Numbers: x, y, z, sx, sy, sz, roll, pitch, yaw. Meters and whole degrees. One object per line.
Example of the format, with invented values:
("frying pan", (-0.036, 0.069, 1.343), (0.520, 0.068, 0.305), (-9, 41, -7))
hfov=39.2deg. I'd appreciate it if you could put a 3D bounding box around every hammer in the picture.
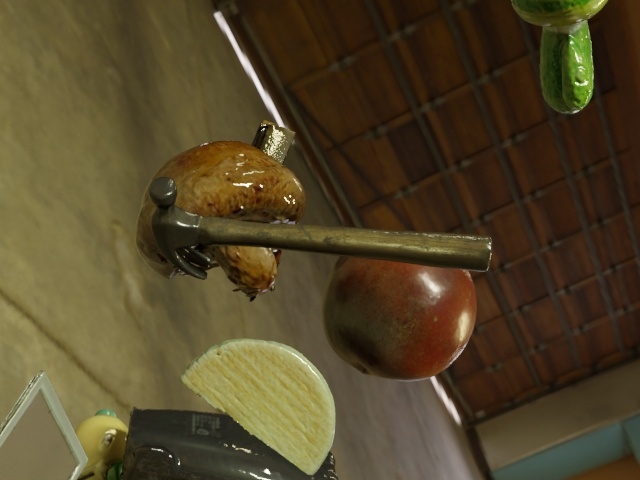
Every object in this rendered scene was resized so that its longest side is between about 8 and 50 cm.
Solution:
("hammer", (0.000, 0.000, 1.167), (0.168, 0.440, 0.044), (89, 7, -50))

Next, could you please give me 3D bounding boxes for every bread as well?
("bread", (-0.054, 0.171, 1.038), (0.193, 0.112, 0.036), (36, 11, -2))

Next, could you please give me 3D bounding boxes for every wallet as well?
("wallet", (-0.119, -0.138, 1.806), (0.031, 0.198, 0.110), (28, 8, 28))

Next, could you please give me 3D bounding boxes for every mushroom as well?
("mushroom", (-0.149, -0.030, 1.355), (0.283, 0.263, 0.195), (71, -5, -48))

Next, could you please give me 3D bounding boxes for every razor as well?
("razor", (-0.133, 0.333, 1.345), (0.189, 0.327, 0.107), (-117, -136, -74))

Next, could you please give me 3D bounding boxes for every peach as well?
("peach", (0.121, 0.110, 1.470), (0.252, 0.252, 0.252), (62, 9, -17))

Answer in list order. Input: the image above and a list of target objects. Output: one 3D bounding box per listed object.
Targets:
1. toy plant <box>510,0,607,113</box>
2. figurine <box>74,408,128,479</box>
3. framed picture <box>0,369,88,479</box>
("toy plant", (0.462, -0.382, 1.682), (0.224, 0.184, 0.316), (-85, 160, -49))
("figurine", (-0.305, 0.434, 1.465), (0.324, 0.124, 0.222), (61, 10, -5))
("framed picture", (-0.242, 0.208, 0.680), (0.142, 0.011, 0.183), (86, 24, -48))
